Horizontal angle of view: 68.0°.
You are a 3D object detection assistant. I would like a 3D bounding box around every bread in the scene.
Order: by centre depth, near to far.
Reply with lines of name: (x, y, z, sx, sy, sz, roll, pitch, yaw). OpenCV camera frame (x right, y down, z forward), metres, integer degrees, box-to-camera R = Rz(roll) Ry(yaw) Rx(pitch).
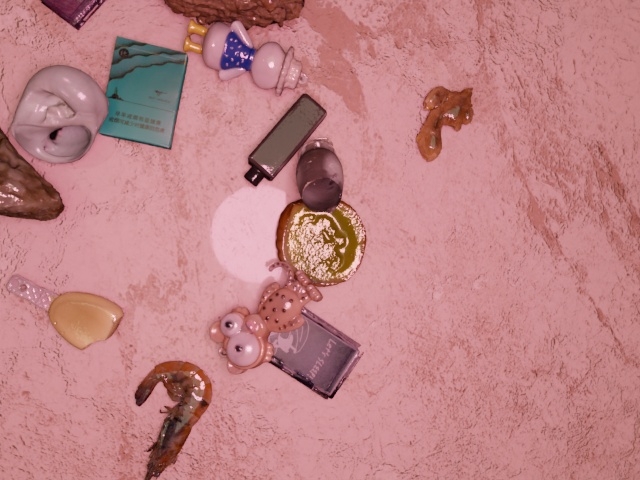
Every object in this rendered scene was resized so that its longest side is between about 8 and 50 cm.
bread: (0.000, 0.000, 1.166, 0.236, 0.070, 0.236, 0, 93, -9)

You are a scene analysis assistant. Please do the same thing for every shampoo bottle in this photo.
shampoo bottle: (-0.091, -0.234, 1.140, 0.079, 0.080, 0.246, 40, 84, -7)

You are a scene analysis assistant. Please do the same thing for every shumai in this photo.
shumai: (-0.661, -0.151, 0.981, 0.271, 0.222, 0.204, 11, 85, -1)

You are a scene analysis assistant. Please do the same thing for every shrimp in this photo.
shrimp: (-0.379, 0.424, 1.122, 0.169, 0.058, 0.296, 30, 83, -2)

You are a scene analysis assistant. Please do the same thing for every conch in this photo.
conch: (-0.559, -0.270, 1.032, 0.221, 0.121, 0.185, -35, 89, 17)

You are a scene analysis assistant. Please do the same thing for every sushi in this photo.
sushi: (-0.205, -0.585, 1.053, 0.350, 0.211, 0.171, 4, 95, -4)

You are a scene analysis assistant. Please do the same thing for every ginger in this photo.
ginger: (0.323, -0.304, 1.220, 0.133, 0.059, 0.214, 11, 88, -6)

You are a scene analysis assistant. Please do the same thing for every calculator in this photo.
calculator: (-0.037, 0.267, 1.187, 0.274, 0.028, 0.166, 36, 85, -9)

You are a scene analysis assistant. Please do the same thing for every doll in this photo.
doll: (-0.127, 0.179, 1.096, 0.154, 0.119, 0.278, 43, 87, 17)
doll: (-0.168, -0.426, 1.104, 0.293, 0.119, 0.138, 17, 109, -8)

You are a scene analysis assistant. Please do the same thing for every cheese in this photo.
cheese: (-0.588, 0.156, 1.079, 0.255, 0.050, 0.127, 29, 88, -8)

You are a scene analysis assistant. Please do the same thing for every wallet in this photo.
wallet: (-0.547, -0.577, 1.077, 0.111, 0.030, 0.166, 38, 86, -10)

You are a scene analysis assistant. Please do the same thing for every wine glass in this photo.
wine glass: (-0.002, -0.150, 1.091, 0.111, 0.204, 0.111, -2, 126, -3)

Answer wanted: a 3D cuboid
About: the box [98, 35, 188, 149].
box: (-0.408, -0.339, 1.101, 0.160, 0.042, 0.226, 10, 90, -11)
